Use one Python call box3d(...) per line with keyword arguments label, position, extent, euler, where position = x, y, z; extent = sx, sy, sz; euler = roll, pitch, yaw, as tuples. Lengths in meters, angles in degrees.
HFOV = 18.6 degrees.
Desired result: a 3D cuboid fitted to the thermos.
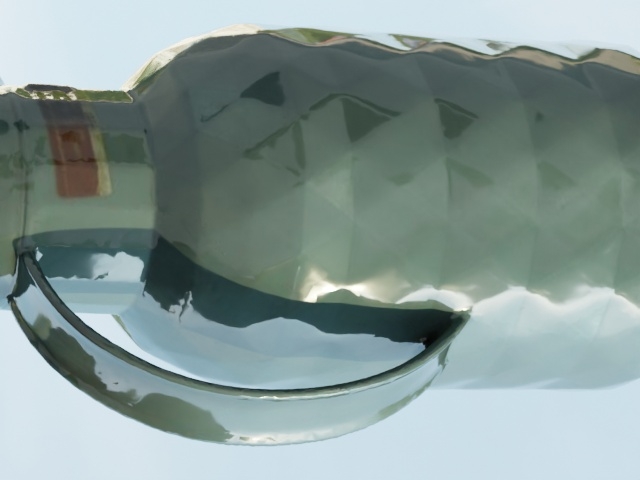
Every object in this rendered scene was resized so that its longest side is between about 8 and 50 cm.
box3d(label="thermos", position=(0.000, 0.000, 0.743), extent=(0.287, 0.145, 0.182), euler=(0, -135, -24))
